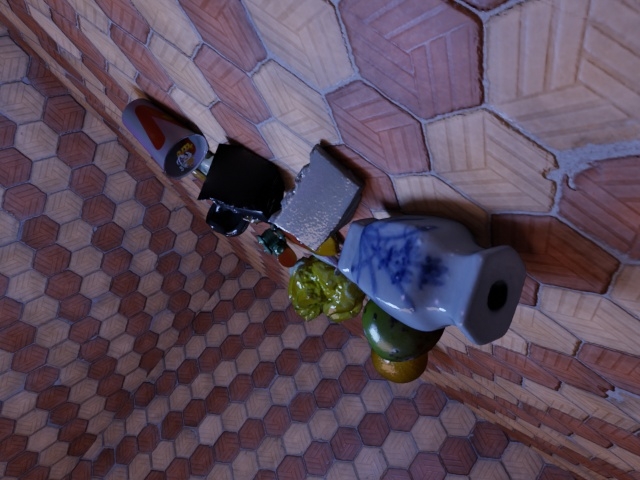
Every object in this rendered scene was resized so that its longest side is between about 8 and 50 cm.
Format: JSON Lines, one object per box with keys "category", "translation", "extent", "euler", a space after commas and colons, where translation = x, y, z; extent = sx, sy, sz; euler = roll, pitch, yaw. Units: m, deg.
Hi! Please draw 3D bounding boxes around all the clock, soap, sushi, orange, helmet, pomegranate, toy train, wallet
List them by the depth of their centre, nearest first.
{"category": "soap", "translation": [0.032, -0.134, 1.156], "extent": [0.159, 0.258, 0.302], "euler": [35, -150, 5]}
{"category": "pomegranate", "translation": [0.231, 0.232, 1.364], "extent": [0.323, 0.291, 0.291], "euler": [37, 166, 0]}
{"category": "sushi", "translation": [-0.234, -0.169, 1.420], "extent": [0.227, 0.215, 0.212], "euler": [11, 163, 16]}
{"category": "orange", "translation": [0.000, 0.000, 1.541], "extent": [0.170, 0.112, 0.160], "euler": [53, 163, -15]}
{"category": "clock", "translation": [-0.488, -0.335, 1.729], "extent": [0.191, 0.062, 0.151], "euler": [37, 168, 3]}
{"category": "wallet", "translation": [-0.065, 0.003, 1.819], "extent": [0.204, 0.045, 0.142], "euler": [26, 162, 38]}
{"category": "toy train", "translation": [-0.192, 0.028, 1.966], "extent": [0.177, 0.116, 0.285], "euler": [51, 175, -22]}
{"category": "orange", "translation": [0.372, 0.539, 2.027], "extent": [0.274, 0.274, 0.274], "euler": [35, 166, 10]}
{"category": "helmet", "translation": [-0.438, -0.114, 2.054], "extent": [0.216, 0.189, 0.193], "euler": [28, 173, 19]}

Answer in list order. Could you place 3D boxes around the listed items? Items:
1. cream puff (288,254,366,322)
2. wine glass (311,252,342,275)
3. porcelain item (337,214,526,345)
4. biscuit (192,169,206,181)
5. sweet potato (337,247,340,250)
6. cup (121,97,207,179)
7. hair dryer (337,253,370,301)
{"category": "cream puff", "translation": [0.011, 0.239, 1.921], "extent": [0.378, 0.275, 0.378], "euler": [33, 164, 11]}
{"category": "wine glass", "translation": [0.032, 0.063, 1.666], "extent": [0.155, 0.073, 0.073], "euler": [40, 170, 34]}
{"category": "porcelain item", "translation": [0.211, 0.061, 0.933], "extent": [0.178, 0.243, 0.405], "euler": [16, -178, -35]}
{"category": "biscuit", "translation": [-0.513, -0.287, 1.867], "extent": [0.144, 0.033, 0.224], "euler": [37, -174, -4]}
{"category": "sweet potato", "translation": [0.036, 0.016, 1.644], "extent": [0.095, 0.034, 0.034], "euler": [25, 165, 3]}
{"category": "cup", "translation": [-0.586, -0.390, 1.586], "extent": [0.288, 0.203, 0.203], "euler": [40, 167, 15]}
{"category": "hair dryer", "translation": [0.177, 0.166, 1.745], "extent": [0.267, 0.092, 0.229], "euler": [47, 176, 19]}
